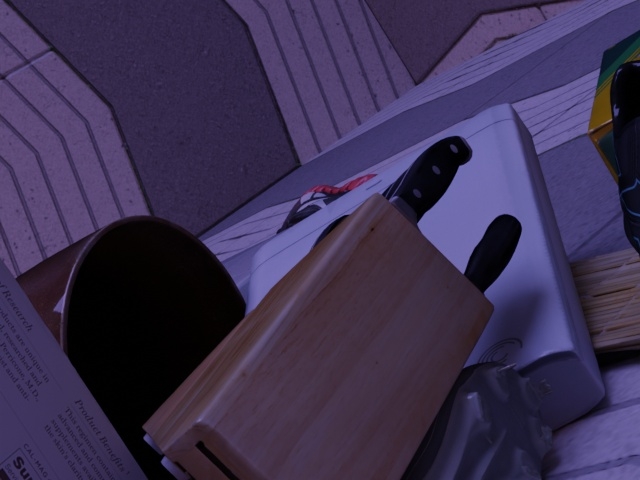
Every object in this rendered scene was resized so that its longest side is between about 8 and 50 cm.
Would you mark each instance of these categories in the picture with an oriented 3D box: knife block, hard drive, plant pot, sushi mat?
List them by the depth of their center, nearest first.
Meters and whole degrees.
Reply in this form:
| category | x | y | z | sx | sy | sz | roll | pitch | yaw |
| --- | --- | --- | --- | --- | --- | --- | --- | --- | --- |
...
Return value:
| category | x | y | z | sx | sy | sz | roll | pitch | yaw |
| --- | --- | --- | --- | --- | --- | --- | --- | --- | --- |
| knife block | 0.026 | 0.039 | 0.743 | 0.242 | 0.088 | 0.276 | -47 | 4 | -9 |
| sushi mat | 0.172 | 0.039 | 0.953 | 0.151 | 0.019 | 0.316 | -37 | 8 | -28 |
| hard drive | 0.048 | 0.047 | 0.975 | 0.233 | 0.047 | 0.353 | -31 | 23 | 15 |
| plant pot | -0.193 | 0.115 | 1.075 | 0.230 | 0.215 | 0.215 | -17 | 14 | 31 |

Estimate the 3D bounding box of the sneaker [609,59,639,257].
| category | x | y | z | sx | sy | sz | roll | pitch | yaw |
| --- | --- | --- | --- | --- | --- | --- | --- | --- | --- |
| sneaker | 0.194 | -0.017 | 0.771 | 0.101 | 0.106 | 0.267 | -22 | 20 | 4 |

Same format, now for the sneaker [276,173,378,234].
| category | x | y | z | sx | sy | sz | roll | pitch | yaw |
| --- | --- | --- | --- | --- | --- | --- | --- | --- | --- |
| sneaker | 0.000 | 0.000 | 1.653 | 0.135 | 0.097 | 0.276 | -33 | 8 | -22 |

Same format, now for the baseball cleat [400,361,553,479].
| category | x | y | z | sx | sy | sz | roll | pitch | yaw |
| --- | --- | --- | --- | --- | --- | --- | --- | --- | --- |
| baseball cleat | 0.043 | 0.125 | 0.716 | 0.109 | 0.072 | 0.206 | -29 | 7 | 29 |

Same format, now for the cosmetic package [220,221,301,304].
| category | x | y | z | sx | sy | sz | roll | pitch | yaw |
| --- | --- | --- | --- | --- | --- | --- | --- | --- | --- |
| cosmetic package | -0.154 | 0.120 | 1.507 | 0.377 | 0.097 | 0.284 | -25 | 8 | 47 |

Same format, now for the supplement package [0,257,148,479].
| category | x | y | z | sx | sy | sz | roll | pitch | yaw |
| --- | --- | --- | --- | --- | --- | --- | --- | --- | --- |
| supplement package | -0.183 | 0.160 | 0.675 | 0.204 | 0.262 | 0.145 | -27 | 9 | 38 |

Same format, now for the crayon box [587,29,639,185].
| category | x | y | z | sx | sy | sz | roll | pitch | yaw |
| --- | --- | --- | --- | --- | --- | --- | --- | --- | --- |
| crayon box | 0.377 | -0.160 | 1.078 | 0.363 | 0.106 | 0.313 | -30 | 7 | 19 |
